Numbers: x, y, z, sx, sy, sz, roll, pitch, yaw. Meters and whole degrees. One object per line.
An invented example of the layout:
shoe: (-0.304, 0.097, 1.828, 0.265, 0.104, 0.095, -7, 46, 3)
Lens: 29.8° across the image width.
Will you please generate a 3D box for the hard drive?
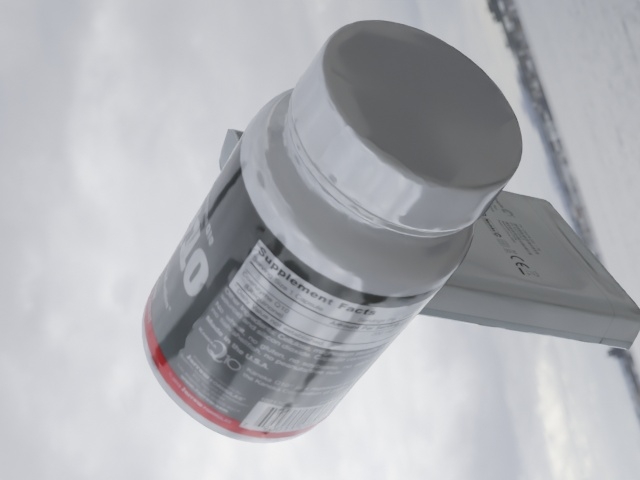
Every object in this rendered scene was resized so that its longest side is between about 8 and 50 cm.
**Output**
hard drive: (0.096, -0.002, 1.110, 0.233, 0.353, 0.047, -116, 43, -56)

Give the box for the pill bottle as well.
pill bottle: (0.000, 0.000, 0.796, 0.161, 0.283, 0.161, 17, -134, -19)
